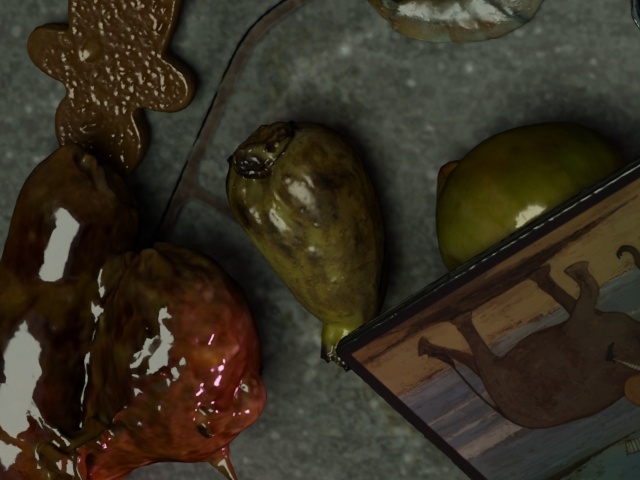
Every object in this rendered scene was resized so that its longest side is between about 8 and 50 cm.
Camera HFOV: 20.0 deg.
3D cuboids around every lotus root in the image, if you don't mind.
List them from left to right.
[{"bbox_3d":[0.000,0.000,1.324,0.108,0.094,0.190,2,122,53],"label":"lotus root"}]

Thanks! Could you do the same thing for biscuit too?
[{"bbox_3d":[-0.154,-0.142,1.360,0.138,0.031,0.205,16,112,15],"label":"biscuit"}]

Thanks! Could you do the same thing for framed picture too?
[{"bbox_3d":[0.218,0.112,1.241,0.265,0.016,0.347,-32,121,24],"label":"framed picture"}]

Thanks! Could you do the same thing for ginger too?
[{"bbox_3d":[-0.188,0.153,1.391,0.254,0.176,0.418,34,110,11],"label":"ginger"}]

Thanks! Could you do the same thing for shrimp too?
[{"bbox_3d":[0.075,-0.228,1.253,0.148,0.035,0.195,-8,106,24],"label":"shrimp"}]

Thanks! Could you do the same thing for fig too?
[{"bbox_3d":[0.144,-0.018,1.237,0.153,0.136,0.120,-26,81,39],"label":"fig"}]

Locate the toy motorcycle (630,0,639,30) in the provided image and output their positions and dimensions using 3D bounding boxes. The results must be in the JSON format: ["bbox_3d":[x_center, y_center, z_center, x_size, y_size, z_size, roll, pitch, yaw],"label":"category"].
[{"bbox_3d":[0.297,-0.120,1.191,0.124,0.061,0.193,-39,84,32],"label":"toy motorcycle"}]
